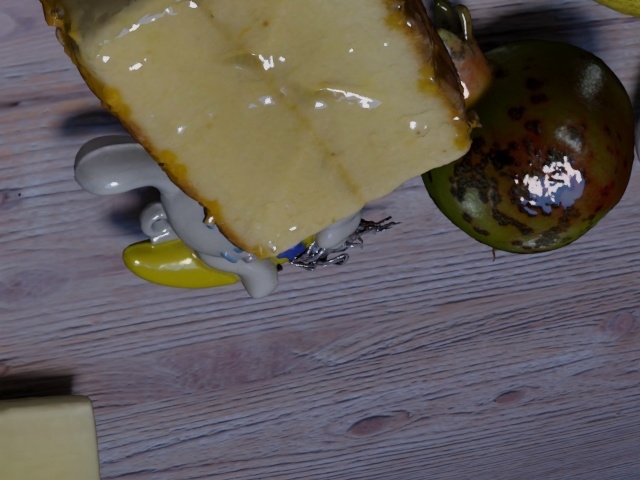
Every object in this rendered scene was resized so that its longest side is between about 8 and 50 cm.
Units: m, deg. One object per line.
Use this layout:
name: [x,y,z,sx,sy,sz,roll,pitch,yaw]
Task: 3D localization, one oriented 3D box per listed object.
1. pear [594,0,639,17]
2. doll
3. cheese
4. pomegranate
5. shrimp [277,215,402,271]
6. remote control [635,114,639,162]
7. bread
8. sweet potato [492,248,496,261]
pear: [0.247,-0.266,1.165,0.197,0.197,0.197,-15,145,-10]
doll: [-0.074,-0.036,1.366,0.237,0.111,0.252,-20,147,-2]
cheese: [-0.351,0.280,1.528,0.265,0.243,0.124,-2,-179,-27]
pomegranate: [0.175,-0.109,1.367,0.198,0.198,0.246,-19,106,-4]
shrimp: [0.000,0.000,1.506,0.165,0.057,0.065,-3,127,-10]
remote control: [0.413,-0.163,1.467,0.221,0.103,0.332,-14,143,-15]
bread: [-0.055,-0.178,1.044,0.207,0.279,0.279,-26,147,9]
sweet potato: [0.241,-0.037,1.591,0.056,0.056,0.195,18,133,-43]
